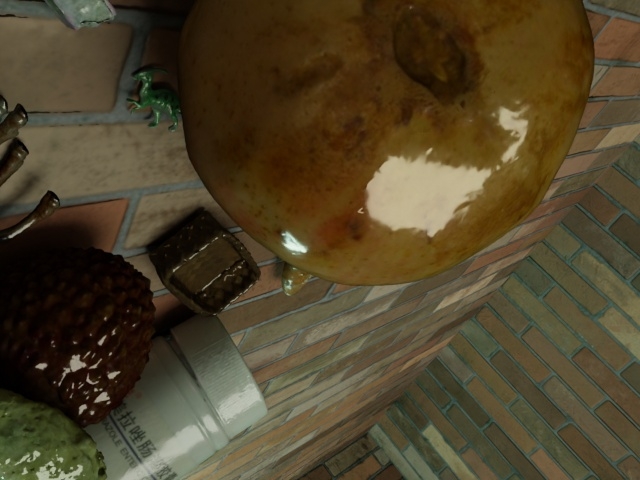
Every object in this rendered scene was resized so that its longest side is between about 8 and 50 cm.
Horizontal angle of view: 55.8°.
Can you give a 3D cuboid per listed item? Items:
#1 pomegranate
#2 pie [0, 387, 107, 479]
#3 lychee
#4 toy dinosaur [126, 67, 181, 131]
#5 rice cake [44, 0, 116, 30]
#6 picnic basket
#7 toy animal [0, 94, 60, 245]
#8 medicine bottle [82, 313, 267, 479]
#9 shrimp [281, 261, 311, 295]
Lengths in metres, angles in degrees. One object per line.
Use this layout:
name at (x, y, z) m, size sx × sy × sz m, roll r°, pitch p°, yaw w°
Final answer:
pomegranate at (0.044, -0.128, 0.523) m, size 0.338 × 0.338 × 0.338 m, roll -34°, pitch 156°, yaw -17°
pie at (-0.332, 0.193, 0.560) m, size 0.323 × 0.323 × 0.070 m, roll 105°, pitch 5°, yaw -53°
lychee at (-0.255, 0.088, 0.593) m, size 0.188 × 0.188 × 0.188 m, roll -34°, pitch 156°, yaw -17°
toy dinosaur at (-0.142, -0.132, 0.559) m, size 0.083 × 0.021 × 0.062 m, roll -20°, pitch 137°, yaw -38°
rice cake at (-0.183, -0.200, 0.343) m, size 0.034 × 0.043 × 0.211 m, roll -45°, pitch 158°, yaw -10°
picnic basket at (-0.149, 0.035, 0.799) m, size 0.110 × 0.055 × 0.193 m, roll -39°, pitch 157°, yaw -8°
toy animal at (-0.319, -0.018, 0.403) m, size 0.260 × 0.087 × 0.243 m, roll -34°, pitch 154°, yaw -25°
medicine bottle at (-0.252, 0.260, 0.865) m, size 0.332 × 0.190 × 0.190 m, roll -33°, pitch 156°, yaw -18°
shrimp at (0.003, 0.003, 0.983) m, size 0.133 × 0.053 × 0.236 m, roll -26°, pitch 151°, yaw -43°
